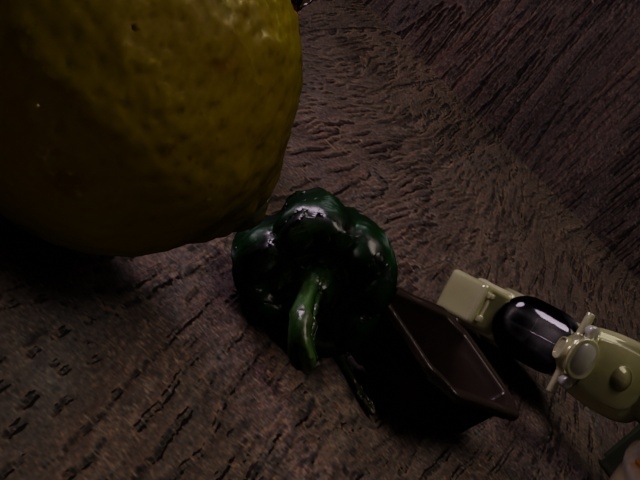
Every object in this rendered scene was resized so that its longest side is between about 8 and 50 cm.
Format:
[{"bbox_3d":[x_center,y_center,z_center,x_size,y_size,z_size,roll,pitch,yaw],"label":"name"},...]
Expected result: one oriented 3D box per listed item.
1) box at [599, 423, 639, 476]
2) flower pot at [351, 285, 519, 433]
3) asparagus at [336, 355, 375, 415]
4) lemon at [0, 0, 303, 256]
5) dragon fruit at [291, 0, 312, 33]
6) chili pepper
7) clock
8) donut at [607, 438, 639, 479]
[{"bbox_3d":[0.573,0.310,2.129,0.225,0.225,0.117,20,29,-56],"label":"box"},{"bbox_3d":[0.124,0.152,1.654,0.179,0.084,0.251,56,15,29],"label":"flower pot"},{"bbox_3d":[0.026,0.138,1.593,0.016,0.013,0.166,16,30,-38],"label":"asparagus"},{"bbox_3d":[-0.178,-0.154,1.236,0.387,0.350,0.350,53,14,-14],"label":"lemon"},{"bbox_3d":[-0.168,-0.321,1.830,0.291,0.269,0.250,49,7,3],"label":"dragon fruit"},{"bbox_3d":[0.000,0.043,1.501,0.174,0.165,0.261,51,10,-17],"label":"chili pepper"},{"bbox_3d":[0.362,0.165,1.994,0.276,0.120,0.379,27,-1,-42],"label":"clock"},{"bbox_3d":[0.515,0.428,1.844,0.382,0.142,0.382,41,17,-15],"label":"donut"}]
